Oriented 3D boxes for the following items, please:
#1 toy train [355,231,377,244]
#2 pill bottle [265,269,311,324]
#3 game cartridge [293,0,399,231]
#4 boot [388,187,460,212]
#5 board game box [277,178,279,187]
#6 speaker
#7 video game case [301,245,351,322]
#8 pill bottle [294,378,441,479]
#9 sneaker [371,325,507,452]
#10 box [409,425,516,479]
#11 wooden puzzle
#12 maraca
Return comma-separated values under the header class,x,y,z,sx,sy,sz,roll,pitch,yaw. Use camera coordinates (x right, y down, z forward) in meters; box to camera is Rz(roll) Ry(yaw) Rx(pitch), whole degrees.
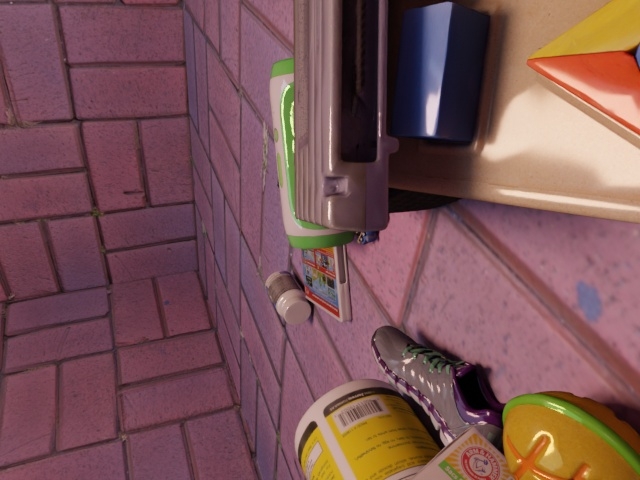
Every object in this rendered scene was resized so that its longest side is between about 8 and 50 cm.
class,x,y,z,sx,sy,sz,roll,pitch,yaw
toy train,0.087,-0.040,0.803,0.036,0.027,0.158,59,152,23
pill bottle,-0.075,0.135,1.244,0.137,0.078,0.078,-130,36,-56
game cartridge,0.014,-0.191,0.476,0.230,0.068,0.355,-138,48,-83
boot,0.116,-0.159,0.565,0.338,0.118,0.222,-22,75,56
board game box,-0.042,-0.204,1.030,0.136,0.030,0.259,-123,37,-57
speaker,-0.010,-0.141,0.871,0.131,0.131,0.296,-160,63,-67
video game case,0.000,0.000,1.057,0.204,0.025,0.285,-159,63,-67
pill bottle,0.103,0.358,0.692,0.334,0.188,0.188,-128,35,-54
sneaker,0.152,0.163,0.659,0.223,0.083,0.098,46,131,41
box,0.176,0.307,0.513,0.203,0.103,0.114,42,141,32
wooden puzzle,0.141,-0.182,0.348,0.348,0.080,0.322,18,107,54
maraca,0.225,0.203,0.435,0.185,0.099,0.127,53,154,2
